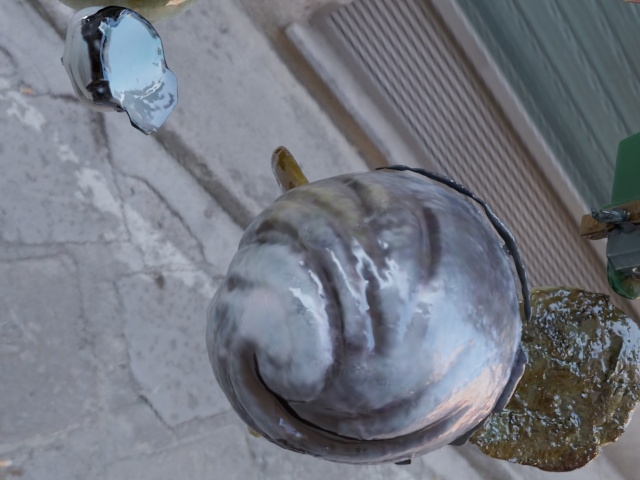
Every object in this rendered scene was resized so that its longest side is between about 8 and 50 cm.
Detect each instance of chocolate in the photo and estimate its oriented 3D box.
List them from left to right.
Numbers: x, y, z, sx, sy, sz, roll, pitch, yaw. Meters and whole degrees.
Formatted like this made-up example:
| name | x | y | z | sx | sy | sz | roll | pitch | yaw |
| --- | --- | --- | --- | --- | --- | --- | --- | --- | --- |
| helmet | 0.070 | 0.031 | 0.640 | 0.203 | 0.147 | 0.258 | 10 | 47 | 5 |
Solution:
| name | x | y | z | sx | sy | sz | roll | pitch | yaw |
| --- | --- | --- | --- | --- | --- | --- | --- | --- | --- |
| chocolate | 0.020 | 0.079 | 0.783 | 0.213 | 0.303 | 0.303 | -7 | 77 | -59 |

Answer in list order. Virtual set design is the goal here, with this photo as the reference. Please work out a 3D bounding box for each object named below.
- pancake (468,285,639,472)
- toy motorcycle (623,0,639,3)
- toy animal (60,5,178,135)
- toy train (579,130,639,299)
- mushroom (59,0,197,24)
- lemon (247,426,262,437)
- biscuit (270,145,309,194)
| name | x | y | z | sx | sy | sz | roll | pitch | yaw |
| --- | --- | --- | --- | --- | --- | --- | --- | --- | --- |
| pancake | 0.388 | 0.234 | 1.442 | 0.356 | 0.356 | 0.065 | 56 | 2 | -20 |
| toy motorcycle | 0.592 | -0.460 | 1.464 | 0.298 | 0.089 | 0.171 | -7 | 120 | -46 |
| toy animal | -0.287 | -0.238 | 1.191 | 0.138 | 0.179 | 0.166 | -6 | 107 | -33 |
| toy train | 0.579 | -0.020 | 1.303 | 0.429 | 0.178 | 0.249 | 18 | 72 | -23 |
| mushroom | -0.325 | -0.518 | 1.423 | 0.352 | 0.260 | 0.352 | 5 | 74 | -16 |
| lemon | -0.057 | 0.267 | 1.613 | 0.187 | 0.244 | 0.187 | 38 | -2 | 2 |
| biscuit | -0.001 | 0.001 | 1.103 | 0.262 | 0.037 | 0.262 | 62 | -3 | 6 |
